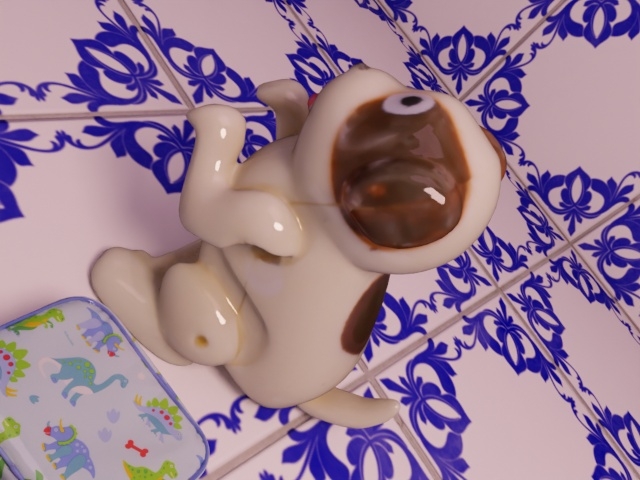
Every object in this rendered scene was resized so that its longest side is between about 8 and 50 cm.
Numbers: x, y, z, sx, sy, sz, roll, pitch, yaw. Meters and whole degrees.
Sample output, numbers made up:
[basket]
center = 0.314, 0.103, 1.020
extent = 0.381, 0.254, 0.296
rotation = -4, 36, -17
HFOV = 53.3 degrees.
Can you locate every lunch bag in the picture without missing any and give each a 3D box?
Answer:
[lunch bag]
center = -0.217, 0.167, 0.574
extent = 0.219, 0.090, 0.176
rotation = 50, 37, 6

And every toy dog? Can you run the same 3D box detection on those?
[toy dog]
center = 0.000, 0.000, 0.683
extent = 0.284, 0.408, 0.395
rotation = -17, 68, -51
